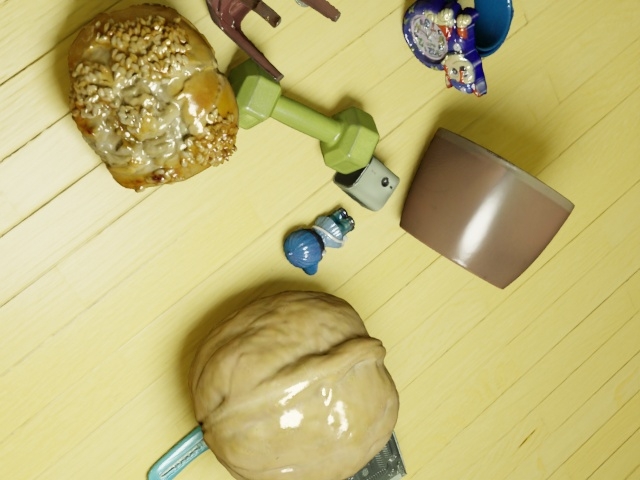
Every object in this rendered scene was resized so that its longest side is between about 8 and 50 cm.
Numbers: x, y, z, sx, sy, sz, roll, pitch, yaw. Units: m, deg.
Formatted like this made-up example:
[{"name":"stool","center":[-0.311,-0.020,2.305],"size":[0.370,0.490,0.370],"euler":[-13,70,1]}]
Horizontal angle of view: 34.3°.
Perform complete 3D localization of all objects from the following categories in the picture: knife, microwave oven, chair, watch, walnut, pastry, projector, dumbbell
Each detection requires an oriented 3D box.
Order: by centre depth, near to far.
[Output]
[{"name":"pastry","center":[-0.265,-0.216,1.649],"size":[0.255,0.162,0.311],"euler":[-32,121,2]},{"name":"chair","center":[-0.144,-0.447,1.702],"size":[0.326,0.183,0.175],"euler":[42,80,12]},{"name":"dumbbell","center":[-0.033,-0.217,1.839],"size":[0.302,0.121,0.108],"euler":[22,65,-34]},{"name":"walnut","center":[-0.049,0.270,1.847],"size":[0.381,0.381,0.381],"euler":[-9,109,-28]},{"name":"watch","center":[0.270,-0.409,1.941],"size":[0.200,0.171,0.196],"euler":[-42,134,-26]},{"name":"knife","center":[-0.231,0.389,1.953],"size":[0.222,0.031,0.064],"euler":[-37,120,-16]},{"name":"projector","center":[0.086,-0.114,1.955],"size":[0.082,0.083,0.083],"euler":[38,85,-33]},{"name":"microwave oven","center":[0.049,0.447,2.083],"size":[0.208,0.122,0.162],"euler":[-29,118,-20]}]

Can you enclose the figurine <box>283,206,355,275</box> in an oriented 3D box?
[{"name":"figurine","center":[0.000,0.000,1.947],"size":[0.149,0.087,0.086],"euler":[-36,82,-17]}]

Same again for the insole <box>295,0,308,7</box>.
[{"name":"insole","center":[0.008,-0.501,1.834],"size":[0.063,0.010,0.192],"euler":[33,86,-34]}]

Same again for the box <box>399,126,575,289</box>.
[{"name":"box","center":[0.302,-0.057,1.991],"size":[0.301,0.301,0.216],"euler":[28,98,-34]}]
